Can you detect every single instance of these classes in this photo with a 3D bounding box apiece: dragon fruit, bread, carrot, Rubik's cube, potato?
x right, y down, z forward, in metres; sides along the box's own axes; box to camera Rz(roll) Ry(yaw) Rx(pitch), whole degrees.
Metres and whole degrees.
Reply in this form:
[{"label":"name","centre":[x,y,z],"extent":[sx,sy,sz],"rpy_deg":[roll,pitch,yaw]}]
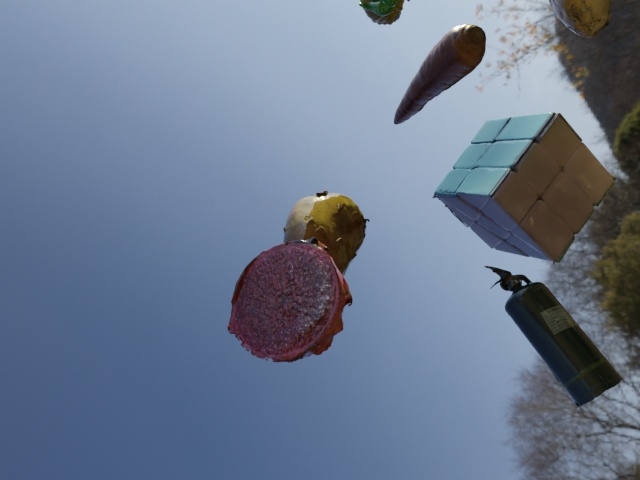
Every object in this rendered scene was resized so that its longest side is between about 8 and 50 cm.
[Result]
[{"label":"dragon fruit","centre":[-0.021,0.082,0.686],"extent":[0.111,0.153,0.153],"rpy_deg":[46,-131,-58]},{"label":"bread","centre":[0.253,-0.253,0.555],"extent":[0.072,0.053,0.106],"rpy_deg":[50,-145,-50]},{"label":"carrot","centre":[0.126,-0.182,0.659],"extent":[0.048,0.216,0.048],"rpy_deg":[3,-103,-15]},{"label":"Rubik's cube","centre":[0.427,-0.112,1.201],"extent":[0.221,0.231,0.225],"rpy_deg":[39,-97,-20]},{"label":"potato","centre":[0.000,0.000,0.883],"extent":[0.176,0.137,0.137],"rpy_deg":[-52,-55,-49]}]

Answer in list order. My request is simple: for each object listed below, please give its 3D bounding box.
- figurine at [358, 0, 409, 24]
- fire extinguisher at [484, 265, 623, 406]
[{"label":"figurine","centre":[0.096,-0.425,0.980],"extent":[0.156,0.115,0.095],"rpy_deg":[-71,-25,-46]},{"label":"fire extinguisher","centre":[0.416,0.156,1.038],"extent":[0.118,0.093,0.294],"rpy_deg":[-11,-124,-35]}]
